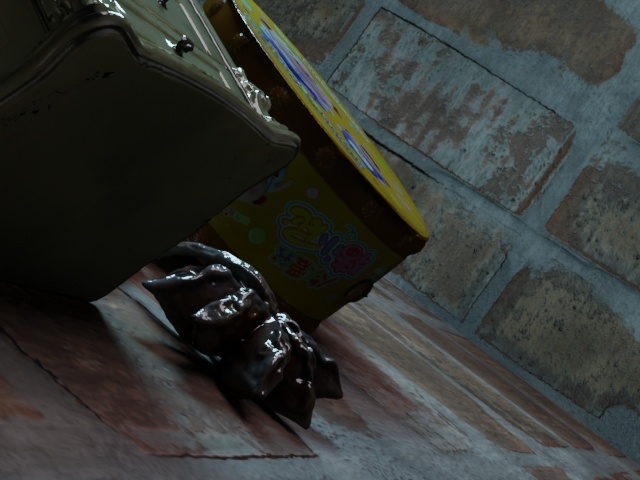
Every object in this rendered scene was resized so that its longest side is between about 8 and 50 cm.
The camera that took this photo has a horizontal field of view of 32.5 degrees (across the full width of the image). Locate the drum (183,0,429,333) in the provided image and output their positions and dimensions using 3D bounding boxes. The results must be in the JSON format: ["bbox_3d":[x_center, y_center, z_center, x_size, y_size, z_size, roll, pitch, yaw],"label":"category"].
[{"bbox_3d":[-0.064,-0.098,1.390,0.431,0.214,0.431,51,9,-12],"label":"drum"}]

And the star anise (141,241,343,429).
[{"bbox_3d":[-0.075,0.072,0.975,0.231,0.089,0.209,46,-3,4],"label":"star anise"}]

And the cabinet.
[{"bbox_3d":[-0.222,-0.163,0.821,0.318,0.227,0.290,61,15,22],"label":"cabinet"}]
